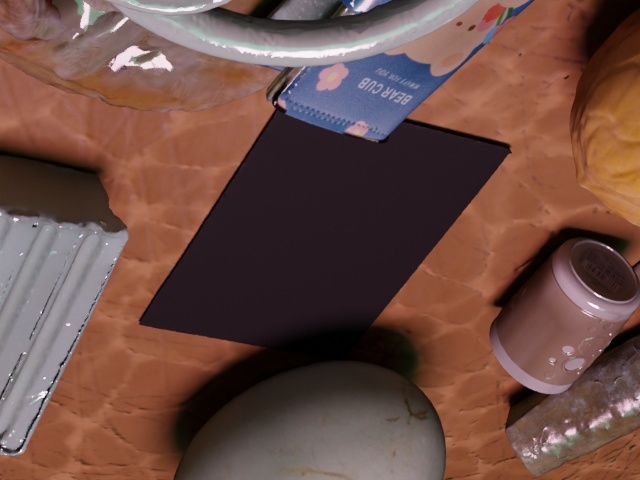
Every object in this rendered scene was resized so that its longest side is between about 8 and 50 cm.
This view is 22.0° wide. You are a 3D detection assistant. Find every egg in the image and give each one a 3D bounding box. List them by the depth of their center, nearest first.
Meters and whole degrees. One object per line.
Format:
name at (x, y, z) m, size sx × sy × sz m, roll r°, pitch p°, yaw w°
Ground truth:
egg at (-0.010, 0.180, 1.209) m, size 0.231 × 0.168 × 0.168 m, roll -36°, pitch 136°, yaw 24°

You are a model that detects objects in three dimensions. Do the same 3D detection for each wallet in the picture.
wallet at (0.062, -0.141, 0.878) m, size 0.202 × 0.059 × 0.141 m, roll -41°, pitch 155°, yaw 23°

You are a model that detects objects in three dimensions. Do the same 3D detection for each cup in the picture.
cup at (0.189, 0.054, 1.177) m, size 0.102 × 0.074 × 0.099 m, roll 10°, pitch 137°, yaw -25°

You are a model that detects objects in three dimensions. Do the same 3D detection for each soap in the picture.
soap at (-0.210, 0.043, 1.041) m, size 0.114 × 0.063 × 0.198 m, roll 12°, pitch 124°, yaw -30°

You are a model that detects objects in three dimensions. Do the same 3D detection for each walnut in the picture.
walnut at (0.244, -0.081, 0.965) m, size 0.207 × 0.159 × 0.159 m, roll -24°, pitch 140°, yaw 8°

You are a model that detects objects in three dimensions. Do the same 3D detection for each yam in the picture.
yam at (0.223, 0.121, 1.278) m, size 0.169 × 0.068 × 0.068 m, roll -29°, pitch 139°, yaw 23°

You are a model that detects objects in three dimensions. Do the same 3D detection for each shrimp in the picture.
shrimp at (-0.134, -0.138, 0.857) m, size 0.317 × 0.077 × 0.168 m, roll 15°, pitch 135°, yaw -38°

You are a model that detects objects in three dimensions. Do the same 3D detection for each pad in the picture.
pad at (0.000, 0.000, 1.118) m, size 0.170 × 0.006 × 0.245 m, roll 12°, pitch 136°, yaw -25°

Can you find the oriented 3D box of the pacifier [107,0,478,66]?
pacifier at (0.002, -0.189, 0.667) m, size 0.343 × 0.269 × 0.288 m, roll -9°, pitch 115°, yaw 2°
